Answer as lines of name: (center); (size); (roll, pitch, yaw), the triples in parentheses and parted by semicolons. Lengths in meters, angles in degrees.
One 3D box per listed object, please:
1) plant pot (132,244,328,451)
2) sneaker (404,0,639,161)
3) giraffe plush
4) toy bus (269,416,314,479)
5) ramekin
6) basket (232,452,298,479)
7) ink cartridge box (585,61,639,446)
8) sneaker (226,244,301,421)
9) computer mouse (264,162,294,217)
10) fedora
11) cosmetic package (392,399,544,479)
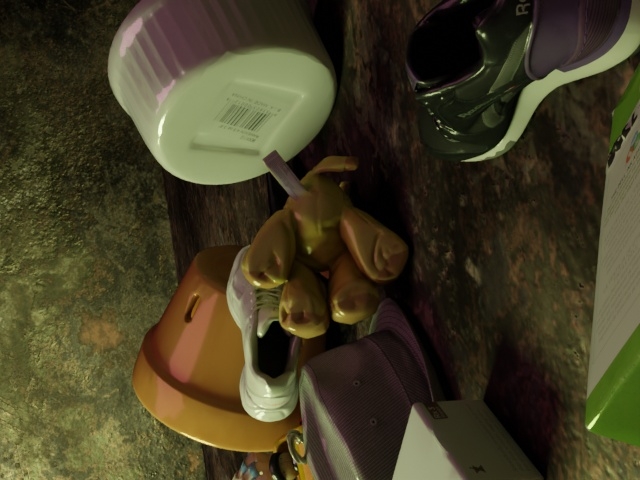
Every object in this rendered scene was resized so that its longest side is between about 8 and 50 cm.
plant pot: (-0.109, 0.139, 1.238); (0.291, 0.291, 0.203); (52, 128, 58)
sneaker: (0.106, -0.133, 0.627); (0.283, 0.124, 0.107); (134, 126, -69)
giraffe plush: (0.000, 0.000, 1.008); (0.170, 0.181, 0.210); (38, -149, -84)
toy bus: (-0.013, 0.293, 1.106); (0.202, 0.104, 0.191); (57, -157, -18)
ramekin: (-0.113, -0.196, 1.068); (0.135, 0.277, 0.277); (62, 155, 29)
basket: (-0.086, 0.510, 1.358); (0.289, 0.201, 0.255); (-63, 24, 7)
ink cartridge box: (0.213, -0.044, 0.411); (0.188, 0.097, 0.255); (101, -172, -48)
sneaker: (-0.060, 0.096, 1.042); (0.115, 0.090, 0.232); (111, 151, -58)
computer mouse: (-0.050, -0.102, 1.258); (0.262, 0.060, 0.184); (-101, 9, -50)
fedora: (0.050, 0.210, 0.968); (0.243, 0.124, 0.275); (106, 150, -52)
cosmetic package: (0.118, 0.277, 0.799); (0.117, 0.086, 0.231); (-124, 42, -56)
